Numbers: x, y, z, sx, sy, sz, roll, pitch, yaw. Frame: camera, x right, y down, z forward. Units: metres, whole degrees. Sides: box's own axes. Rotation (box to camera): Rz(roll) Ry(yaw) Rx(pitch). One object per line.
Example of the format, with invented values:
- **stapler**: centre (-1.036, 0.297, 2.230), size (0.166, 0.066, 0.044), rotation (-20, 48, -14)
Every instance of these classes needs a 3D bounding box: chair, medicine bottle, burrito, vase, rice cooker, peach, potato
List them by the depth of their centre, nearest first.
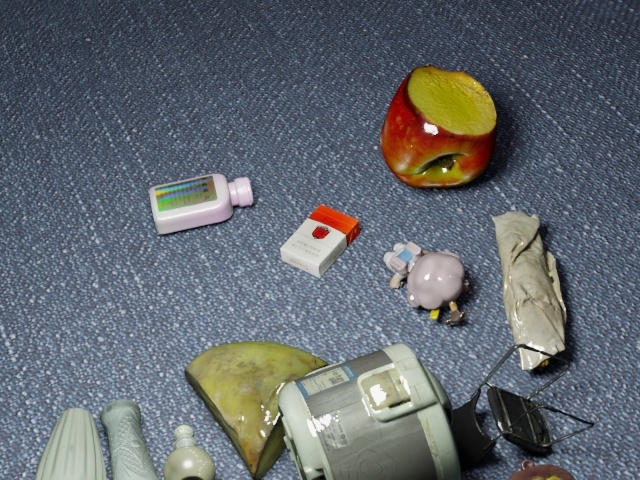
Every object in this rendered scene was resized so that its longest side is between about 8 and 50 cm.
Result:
- **rice cooker**: centre (0.086, 0.322, 1.810), size (0.276, 0.288, 0.288), rotation (-20, 47, -7)
- **vase**: centre (-0.434, 0.398, 1.917), size (0.128, 0.128, 0.248), rotation (-8, 36, -1)
- **chair**: centre (0.337, 0.310, 1.922), size (0.145, 0.221, 0.140), rotation (24, 35, -31)
- **vase**: centre (-0.336, 0.382, 1.940), size (0.096, 0.096, 0.219), rotation (-16, 44, -9)
- **potato**: centre (-0.150, 0.267, 2.015), size (0.255, 0.112, 0.269), rotation (20, 50, 25)
- **burrito**: centre (0.410, 0.090, 2.136), size (0.117, 0.076, 0.392), rotation (-4, 46, 2)
- **peach**: centre (0.244, -0.248, 2.368), size (0.245, 0.248, 0.275), rotation (-29, 41, 36)
- **medicine bottle**: centre (-0.257, -0.086, 2.383), size (0.219, 0.078, 0.115), rotation (-12, 44, -5)

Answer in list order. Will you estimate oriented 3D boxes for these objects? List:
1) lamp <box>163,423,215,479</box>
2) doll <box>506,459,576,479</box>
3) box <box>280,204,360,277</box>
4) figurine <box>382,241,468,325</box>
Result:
- **lamp**: centre (-0.234, 0.381, 1.941), size (0.090, 0.091, 0.163), rotation (-12, 30, -5)
- **doll**: centre (0.376, 0.447, 1.793), size (0.145, 0.096, 0.188), rotation (-36, 62, -16)
- **box**: centre (0.000, 0.000, 2.296), size (0.100, 0.048, 0.152), rotation (25, 52, 25)
- **figurine**: centre (0.211, 0.067, 2.167), size (0.137, 0.112, 0.229), rotation (-35, 42, -18)
